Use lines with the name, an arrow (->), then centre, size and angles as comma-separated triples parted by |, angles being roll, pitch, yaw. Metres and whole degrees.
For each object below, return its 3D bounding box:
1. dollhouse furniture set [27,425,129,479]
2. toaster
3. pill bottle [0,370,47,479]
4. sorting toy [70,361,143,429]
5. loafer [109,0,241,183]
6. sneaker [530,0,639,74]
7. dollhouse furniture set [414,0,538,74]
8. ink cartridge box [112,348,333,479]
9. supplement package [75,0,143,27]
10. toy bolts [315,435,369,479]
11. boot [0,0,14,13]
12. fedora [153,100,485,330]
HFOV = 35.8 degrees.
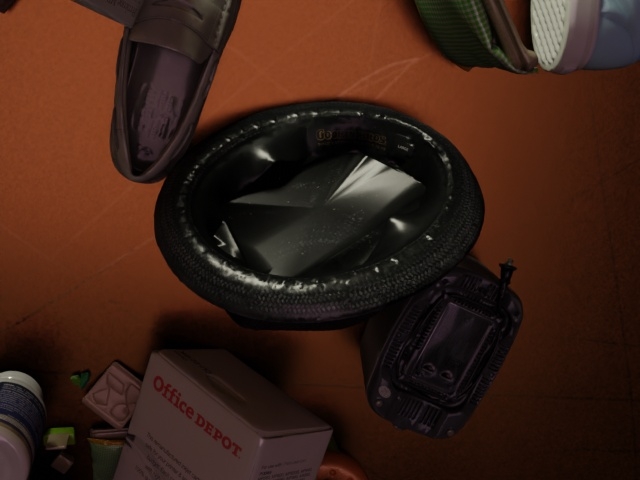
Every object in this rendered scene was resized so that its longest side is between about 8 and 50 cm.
dollhouse furniture set -> -0.282, 0.262, 1.151 | 0.152, 0.058, 0.076 | -3, 106, -6
toaster -> 0.130, 0.095, 1.105 | 0.129, 0.146, 0.227 | 23, 103, -13
pill bottle -> -0.348, 0.206, 1.070 | 0.094, 0.169, 0.094 | -2, 106, -5
sorting toy -> -0.246, 0.172, 1.151 | 0.083, 0.012, 0.062 | 40, 85, -6
loafer -> -0.143, -0.209, 1.005 | 0.112, 0.111, 0.319 | 12, 104, -10
sneaker -> 0.311, -0.356, 1.017 | 0.150, 0.135, 0.365 | -3, 115, -14
dollhouse furniture set -> 0.062, -0.272, 0.966 | 0.151, 0.197, 0.301 | -28, 106, 0
ink cartridge box -> -0.126, 0.279, 1.093 | 0.114, 0.197, 0.272 | 3, 111, -48
supplement package -> -0.265, -0.312, 0.849 | 0.204, 0.262, 0.145 | 27, 96, 10
toy bolts -> 0.001, 0.373, 1.152 | 0.218, 0.158, 0.228 | -38, 100, 6
boot -> -0.294, -0.264, 1.011 | 0.114, 0.037, 0.106 | -44, 93, 3
fedora -> 0.000, 0.000, 1.029 | 0.334, 0.334, 0.152 | -5, 136, -5
